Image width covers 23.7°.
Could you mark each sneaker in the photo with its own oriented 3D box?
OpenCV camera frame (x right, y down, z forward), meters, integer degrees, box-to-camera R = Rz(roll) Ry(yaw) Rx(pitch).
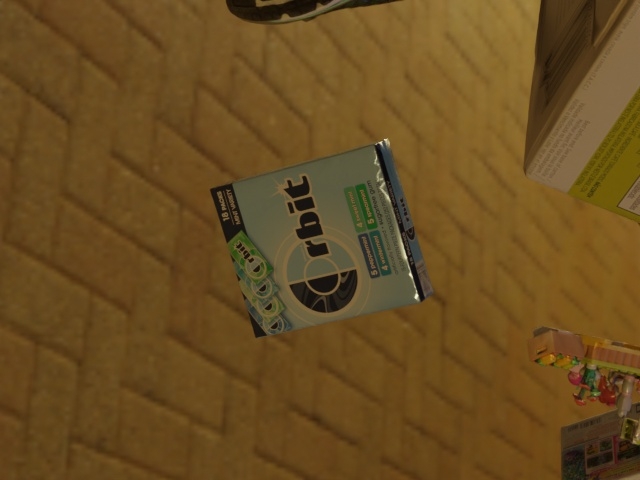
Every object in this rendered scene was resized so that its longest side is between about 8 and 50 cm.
[{"bbox_3d":[0.052,-0.413,2.457,0.182,0.410,0.158,56,23,-67],"label":"sneaker"}]

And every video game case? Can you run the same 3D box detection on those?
[{"bbox_3d":[0.374,0.258,1.896,0.019,0.157,0.143,60,22,-24],"label":"video game case"}]

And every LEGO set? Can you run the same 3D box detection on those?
[{"bbox_3d":[0.307,0.161,1.649,0.287,0.132,0.107,15,86,-69],"label":"LEGO set"}]

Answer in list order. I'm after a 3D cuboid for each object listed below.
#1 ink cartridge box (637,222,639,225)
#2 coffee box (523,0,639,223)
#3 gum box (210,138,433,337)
[{"bbox_3d":[0.517,-0.040,1.682,0.201,0.278,0.117,-59,-170,16],"label":"ink cartridge box"},{"bbox_3d":[0.408,-0.212,1.345,0.337,0.334,0.338,-76,-170,-46],"label":"coffee box"},{"bbox_3d":[0.000,0.000,1.473,0.041,0.184,0.157,-29,104,-63],"label":"gum box"}]
